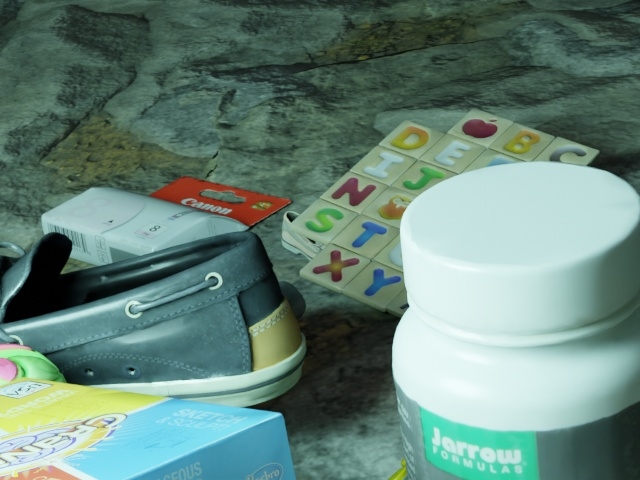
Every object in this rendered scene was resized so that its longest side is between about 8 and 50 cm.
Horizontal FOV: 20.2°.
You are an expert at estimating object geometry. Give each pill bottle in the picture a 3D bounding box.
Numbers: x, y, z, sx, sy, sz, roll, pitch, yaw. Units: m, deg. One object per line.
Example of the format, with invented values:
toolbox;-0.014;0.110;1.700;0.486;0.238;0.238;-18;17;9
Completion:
pill bottle;0.160;0.139;1.318;0.204;0.361;0.204;-7;26;3

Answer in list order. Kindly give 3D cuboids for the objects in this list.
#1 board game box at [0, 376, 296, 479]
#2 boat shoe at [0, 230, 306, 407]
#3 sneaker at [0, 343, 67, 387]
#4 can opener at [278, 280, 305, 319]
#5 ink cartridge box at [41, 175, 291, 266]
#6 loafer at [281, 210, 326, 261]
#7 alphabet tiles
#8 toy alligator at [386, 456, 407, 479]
board game box;-0.208;0.170;1.234;0.242;0.064;0.316;-19;14;-41
boat shoe;-0.264;0.073;1.620;0.500;0.156;0.187;-5;19;11
sneaker;-0.421;0.243;1.456;0.482;0.202;0.185;-19;6;0
can opener;-0.118;0.133;1.757;0.093;0.074;0.280;44;51;16
ink cartridge box;-0.180;-0.036;2.111;0.189;0.066;0.232;14;38;38
loafer;0.000;0.000;2.001;0.045;0.039;0.125;-28;32;-36
alphabet tiles;0.146;-0.032;1.969;0.285;0.011;0.342;22;47;31
toy alligator;0.094;0.205;1.558;0.051;0.056;0.189;-40;3;40
